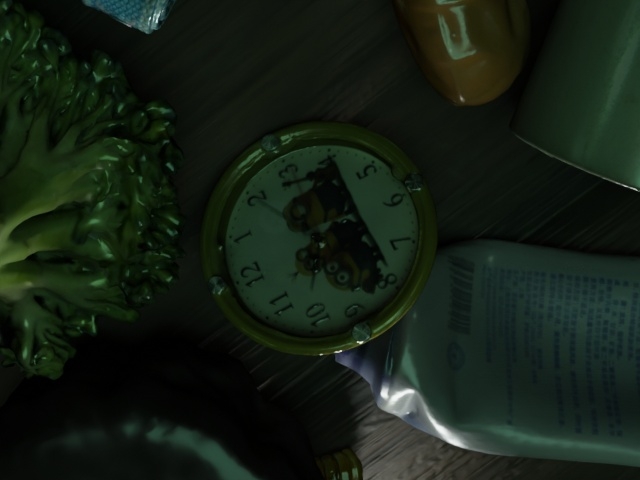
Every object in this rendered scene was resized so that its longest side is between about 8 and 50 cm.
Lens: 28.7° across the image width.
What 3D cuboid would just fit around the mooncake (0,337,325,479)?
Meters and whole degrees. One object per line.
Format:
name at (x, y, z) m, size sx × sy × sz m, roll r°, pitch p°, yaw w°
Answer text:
mooncake at (-0.177, 0.280, 1.252) m, size 0.381 × 0.212 × 0.351 m, roll -5°, pitch 108°, yaw 3°

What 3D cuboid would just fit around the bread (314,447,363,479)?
bread at (0.003, 0.257, 1.356) m, size 0.088 × 0.034 × 0.049 m, roll -12°, pitch 104°, yaw 0°

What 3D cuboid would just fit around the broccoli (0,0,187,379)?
broccoli at (-0.292, -0.041, 1.132) m, size 0.334 × 0.272 × 0.324 m, roll -47°, pitch 68°, yaw 18°

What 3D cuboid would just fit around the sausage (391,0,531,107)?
sausage at (0.120, -0.241, 1.136) m, size 0.120 × 0.136 × 0.241 m, roll -16°, pitch 106°, yaw 4°

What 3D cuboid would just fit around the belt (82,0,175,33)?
belt at (-0.090, -0.299, 0.929) m, size 0.072 × 0.087 × 0.302 m, roll 28°, pitch 105°, yaw -1°

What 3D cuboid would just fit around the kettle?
kettle at (0.390, -0.226, 1.126) m, size 0.361 × 0.250 × 0.377 m, roll 8°, pitch 108°, yaw -29°

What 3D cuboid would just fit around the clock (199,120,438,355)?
clock at (0.000, 0.000, 1.208) m, size 0.237 × 0.057 × 0.237 m, roll -3°, pitch 74°, yaw 12°

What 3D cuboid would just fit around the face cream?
face cream at (0.222, 0.107, 1.251) m, size 0.420 × 0.137 × 0.235 m, roll 6°, pitch 71°, yaw -4°
